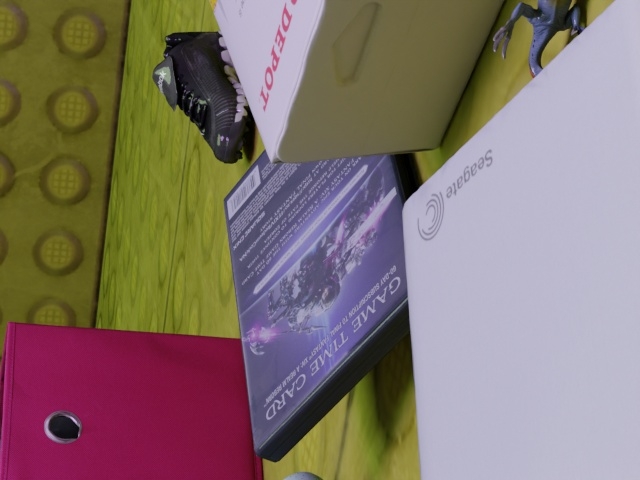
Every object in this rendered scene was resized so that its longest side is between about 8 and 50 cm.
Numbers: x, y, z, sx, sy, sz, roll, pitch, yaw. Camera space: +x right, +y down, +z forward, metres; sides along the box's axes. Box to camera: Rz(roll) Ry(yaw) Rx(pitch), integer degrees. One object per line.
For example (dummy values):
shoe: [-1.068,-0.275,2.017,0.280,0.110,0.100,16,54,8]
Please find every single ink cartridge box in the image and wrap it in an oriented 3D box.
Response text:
ink cartridge box: [0.002,-0.234,0.939,0.226,0.131,0.306,111,145,-48]

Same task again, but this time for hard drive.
hard drive: [0.114,0.096,0.613,0.233,0.047,0.353,135,139,-54]

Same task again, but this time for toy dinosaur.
toy dinosaur: [0.129,-0.122,0.747,0.090,0.047,0.082,-55,-17,-37]

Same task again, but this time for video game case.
video game case: [0.000,0.000,1.056,0.196,0.026,0.274,-48,34,30]

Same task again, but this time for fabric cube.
fabric cube: [-0.211,0.260,1.485,0.259,0.258,0.254,112,159,-51]

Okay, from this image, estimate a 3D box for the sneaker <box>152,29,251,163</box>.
sneaker: [-0.140,-0.168,1.644,0.234,0.106,0.078,-101,20,-48]

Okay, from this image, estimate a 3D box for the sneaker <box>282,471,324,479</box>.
sneaker: [-0.020,0.297,1.041,0.151,0.094,0.256,-138,63,-65]
